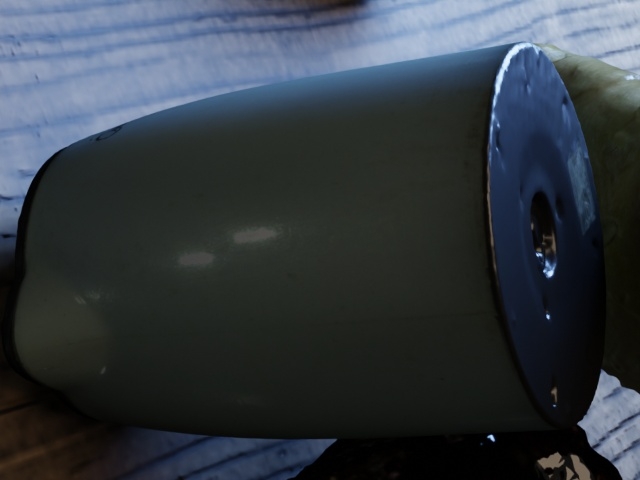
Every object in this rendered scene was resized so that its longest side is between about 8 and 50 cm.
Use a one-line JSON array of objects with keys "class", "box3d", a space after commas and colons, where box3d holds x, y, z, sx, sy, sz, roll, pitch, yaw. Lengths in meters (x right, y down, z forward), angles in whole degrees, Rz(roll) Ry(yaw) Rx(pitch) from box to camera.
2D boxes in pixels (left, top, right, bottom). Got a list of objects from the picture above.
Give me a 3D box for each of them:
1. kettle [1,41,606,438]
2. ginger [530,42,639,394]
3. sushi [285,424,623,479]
[{"class": "kettle", "box3d": [0.000, 0.000, 0.759, 0.221, 0.236, 0.161, -49, 127, -59]}, {"class": "ginger", "box3d": [0.172, -0.014, 0.822, 0.122, 0.348, 0.363, -11, 52, -17]}, {"class": "sushi", "box3d": [0.100, 0.234, 0.769, 0.207, 0.234, 0.348, -33, 93, -51]}]
